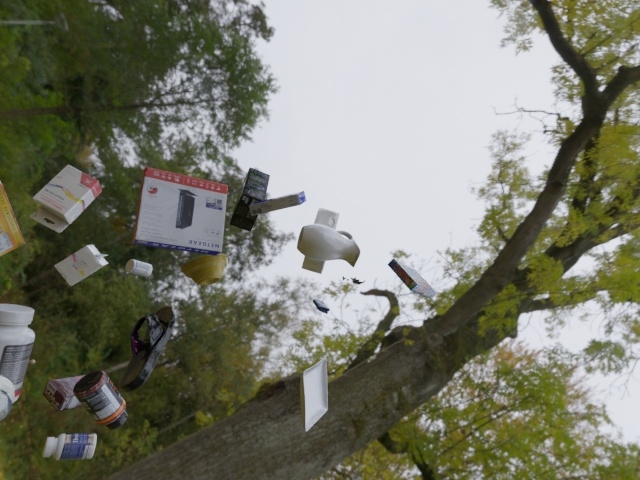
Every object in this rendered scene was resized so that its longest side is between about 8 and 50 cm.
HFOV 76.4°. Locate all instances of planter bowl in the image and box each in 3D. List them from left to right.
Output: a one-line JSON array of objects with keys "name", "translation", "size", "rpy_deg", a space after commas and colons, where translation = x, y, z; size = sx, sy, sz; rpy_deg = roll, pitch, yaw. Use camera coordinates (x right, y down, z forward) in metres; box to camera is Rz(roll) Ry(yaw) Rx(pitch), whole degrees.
[{"name": "planter bowl", "translation": [-0.508, 0.145, 1.831], "size": [0.217, 0.217, 0.090], "rpy_deg": [-45, -119, 53]}]

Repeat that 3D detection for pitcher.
[{"name": "pitcher", "translation": [0.026, 0.003, 1.444], "size": [0.177, 0.207, 0.125], "rpy_deg": [-95, -157, -59]}]

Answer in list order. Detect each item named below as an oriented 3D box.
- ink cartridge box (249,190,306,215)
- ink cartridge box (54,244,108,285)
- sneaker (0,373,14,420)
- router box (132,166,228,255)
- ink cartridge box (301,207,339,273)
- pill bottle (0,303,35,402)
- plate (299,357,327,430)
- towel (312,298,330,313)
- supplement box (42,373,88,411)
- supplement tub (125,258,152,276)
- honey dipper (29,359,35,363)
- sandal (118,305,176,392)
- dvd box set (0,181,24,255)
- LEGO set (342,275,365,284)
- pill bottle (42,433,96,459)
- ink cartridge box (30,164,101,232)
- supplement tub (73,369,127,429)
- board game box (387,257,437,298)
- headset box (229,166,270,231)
[{"name": "ink cartridge box", "translation": [-0.167, -0.147, 1.610], "size": [0.207, 0.097, 0.046], "rpy_deg": [-11, -78, 16]}, {"name": "ink cartridge box", "translation": [-0.842, 0.080, 1.452], "size": [0.089, 0.143, 0.092], "rpy_deg": [57, -13, -11]}, {"name": "sneaker", "translation": [-0.577, 0.269, 0.634], "size": [0.283, 0.110, 0.122], "rpy_deg": [110, -35, -55]}, {"name": "router box", "translation": [-0.561, -0.112, 1.658], "size": [0.082, 0.336, 0.300], "rpy_deg": [-24, -119, 56]}, {"name": "ink cartridge box", "translation": [0.000, 0.000, 2.133], "size": [0.117, 0.207, 0.282], "rpy_deg": [16, -50, 0]}, {"name": "pill bottle", "translation": [-1.095, 0.385, 1.387], "size": [0.176, 0.176, 0.318], "rpy_deg": [6, -98, 55]}, {"name": "plate", "translation": [-0.036, 0.744, 1.998], "size": [0.045, 0.277, 0.277], "rpy_deg": [-3, -91, 22]}, {"name": "towel", "translation": [0.002, 0.327, 2.042], "size": [0.029, 0.067, 0.119], "rpy_deg": [-63, -161, 6]}, {"name": "supplement box", "translation": [-1.043, 0.652, 1.766], "size": [0.130, 0.239, 0.073], "rpy_deg": [27, -87, 26]}, {"name": "supplement tub", "translation": [-0.908, 0.138, 2.034], "size": [0.071, 0.107, 0.070], "rpy_deg": [-11, -112, 29]}, {"name": "honey dipper", "translation": [-1.199, 0.465, 1.573], "size": [0.030, 0.161, 0.030], "rpy_deg": [-26, -122, 54]}, {"name": "sandal", "translation": [-0.689, 0.389, 1.618], "size": [0.107, 0.168, 0.445], "rpy_deg": [52, 13, -25]}, {"name": "dvd box set", "translation": [-0.876, 0.031, 0.852], "size": [0.062, 0.420, 0.307], "rpy_deg": [47, -36, 3]}, {"name": "LEGO set", "translation": [0.118, 0.148, 1.468], "size": [0.083, 0.054, 0.023], "rpy_deg": [-1, -115, 24]}, {"name": "pill bottle", "translation": [-0.697, 0.573, 1.132], "size": [0.067, 0.120, 0.067], "rpy_deg": [-31, -129, 48]}, {"name": "ink cartridge box", "translation": [-0.826, -0.135, 1.312], "size": [0.115, 0.198, 0.067], "rpy_deg": [29, -30, -3]}, {"name": "supplement tub", "translation": [-0.723, 0.536, 1.354], "size": [0.106, 0.106, 0.197], "rpy_deg": [20, -46, 51]}, {"name": "board game box", "translation": [0.341, 0.144, 1.501], "size": [0.035, 0.201, 0.136], "rpy_deg": [-48, -126, 14]}, {"name": "headset box", "translation": [-0.400, -0.242, 2.325], "size": [0.283, 0.131, 0.246], "rpy_deg": [-88, -156, -47]}]
